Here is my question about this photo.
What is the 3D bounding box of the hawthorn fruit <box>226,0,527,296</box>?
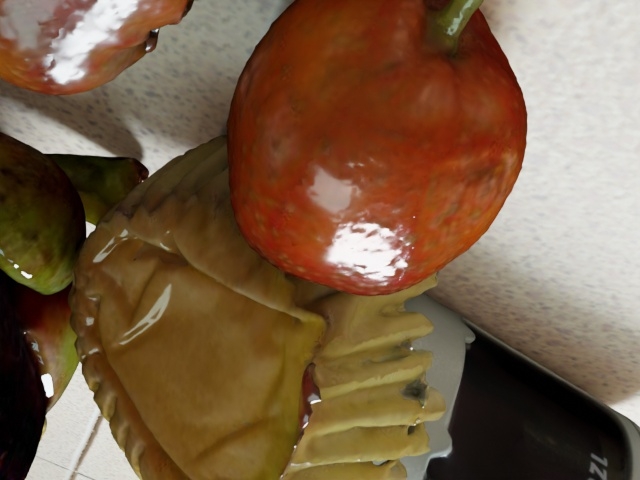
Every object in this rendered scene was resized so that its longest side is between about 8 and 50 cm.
[{"bbox_3d":[0.055,-0.083,0.501,0.165,0.165,0.285,27,145,-12],"label":"hawthorn fruit"}]

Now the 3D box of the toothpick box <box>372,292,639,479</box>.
[{"bbox_3d":[0.076,0.165,0.855,0.316,0.229,0.229,32,151,-15],"label":"toothpick box"}]

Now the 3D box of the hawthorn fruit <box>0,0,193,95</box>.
[{"bbox_3d":[-0.139,-0.168,0.487,0.203,0.163,0.162,46,147,-11],"label":"hawthorn fruit"}]

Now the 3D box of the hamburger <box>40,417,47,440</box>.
[{"bbox_3d":[-0.405,0.125,1.087,0.289,0.170,0.314,27,172,-6],"label":"hamburger"}]

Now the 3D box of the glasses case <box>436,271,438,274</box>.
[{"bbox_3d":[-0.001,0.000,0.794,0.190,0.042,0.072,-6,136,42],"label":"glasses case"}]

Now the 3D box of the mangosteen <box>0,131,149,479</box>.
[{"bbox_3d":[-0.335,0.046,0.752,0.382,0.435,0.382,51,-174,-8],"label":"mangosteen"}]

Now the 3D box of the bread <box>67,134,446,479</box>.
[{"bbox_3d":[-0.055,0.059,0.688,0.274,0.274,0.149,-2,177,37],"label":"bread"}]
